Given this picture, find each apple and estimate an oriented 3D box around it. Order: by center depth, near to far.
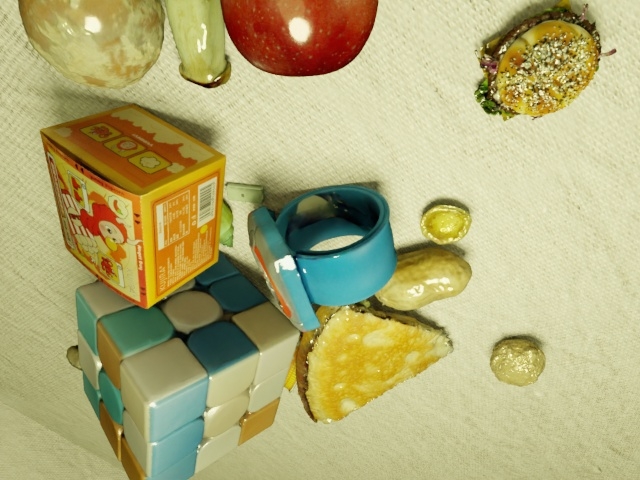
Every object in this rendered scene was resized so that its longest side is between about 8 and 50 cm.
[{"bbox_3d":[-0.027,-0.340,0.584,0.218,0.218,0.201,-2,127,14],"label":"apple"}]

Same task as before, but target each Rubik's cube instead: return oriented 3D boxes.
[{"bbox_3d":[-0.305,0.276,0.954,0.347,0.347,0.344,38,128,31],"label":"Rubik's cube"}]

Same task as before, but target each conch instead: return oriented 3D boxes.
[{"bbox_3d":[-0.250,-0.058,0.951,0.095,0.079,0.200,-19,111,30],"label":"conch"}]

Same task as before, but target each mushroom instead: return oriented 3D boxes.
[{"bbox_3d":[-0.206,-0.400,0.665,0.100,0.081,0.312,4,127,8],"label":"mushroom"}]

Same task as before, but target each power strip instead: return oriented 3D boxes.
[{"bbox_3d":[-0.166,-0.104,0.933,0.090,0.016,0.040,7,129,6],"label":"power strip"}]

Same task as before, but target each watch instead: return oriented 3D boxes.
[{"bbox_3d":[0.000,0.000,0.865,0.275,0.305,0.241,-24,129,-8],"label":"watch"}]

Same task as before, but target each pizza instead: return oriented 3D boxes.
[{"bbox_3d":[0.082,0.272,1.042,0.435,0.080,0.392,-33,128,5],"label":"pizza"}]

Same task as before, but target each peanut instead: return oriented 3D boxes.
[{"bbox_3d":[0.216,0.085,0.931,0.224,0.129,0.129,-22,121,25],"label":"peanut"}]

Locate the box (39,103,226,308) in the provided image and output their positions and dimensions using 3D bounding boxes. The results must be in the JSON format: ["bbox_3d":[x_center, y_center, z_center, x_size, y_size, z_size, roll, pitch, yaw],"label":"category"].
[{"bbox_3d":[-0.358,-0.068,0.831,0.260,0.214,0.283,30,131,16],"label":"box"}]

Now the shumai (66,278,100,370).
[{"bbox_3d":[-0.520,0.237,1.131,0.314,0.262,0.267,-15,124,21],"label":"shumai"}]

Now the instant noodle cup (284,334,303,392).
[{"bbox_3d":[-0.130,0.308,1.178,0.185,0.168,0.168,26,129,0],"label":"instant noodle cup"}]

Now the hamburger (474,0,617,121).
[{"bbox_3d":[0.334,-0.260,0.650,0.164,0.093,0.190,41,127,-21],"label":"hamburger"}]

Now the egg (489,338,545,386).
[{"bbox_3d":[0.492,0.304,1.055,0.118,0.116,0.140,10,137,-34],"label":"egg"}]

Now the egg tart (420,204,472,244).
[{"bbox_3d":[0.259,-0.039,0.878,0.105,0.039,0.105,6,129,7],"label":"egg tart"}]

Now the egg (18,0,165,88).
[{"bbox_3d":[-0.345,-0.340,0.646,0.204,0.245,0.203,-3,100,-20],"label":"egg"}]
